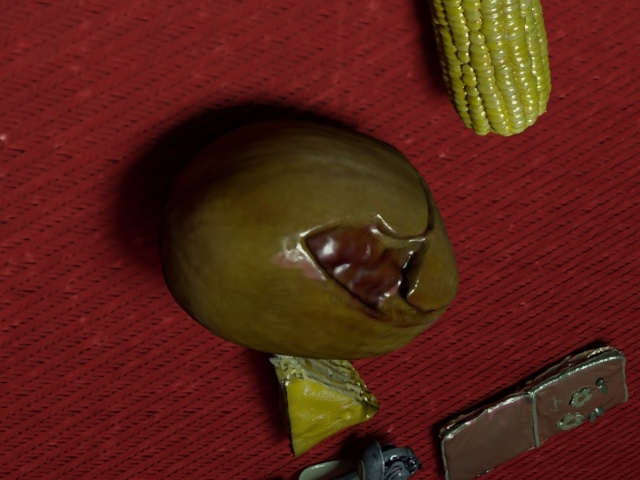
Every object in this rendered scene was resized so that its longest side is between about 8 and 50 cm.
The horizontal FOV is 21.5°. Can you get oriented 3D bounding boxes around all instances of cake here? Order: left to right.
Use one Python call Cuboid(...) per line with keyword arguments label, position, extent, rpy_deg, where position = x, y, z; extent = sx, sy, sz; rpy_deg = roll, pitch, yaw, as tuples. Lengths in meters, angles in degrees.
Cuboid(label="cake", position=(-0.028, 0.147, 1.642), extent=(0.116, 0.080, 0.185), rpy_deg=(-34, 153, 22))

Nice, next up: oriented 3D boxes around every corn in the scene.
Cuboid(label="corn", position=(0.134, -0.189, 1.362), extent=(0.093, 0.093, 0.244), rpy_deg=(-25, 136, -8))

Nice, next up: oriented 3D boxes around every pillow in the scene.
Cuboid(label="pillow", position=(0.235, 0.195, 1.869), extent=(0.232, 0.043, 0.126), rpy_deg=(-27, 141, -5))

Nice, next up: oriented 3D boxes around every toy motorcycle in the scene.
Cuboid(label="toy motorcycle", position=(0.018, 0.308, 1.810), extent=(0.157, 0.091, 0.263), rpy_deg=(-9, 138, -19))

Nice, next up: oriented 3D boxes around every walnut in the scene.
Cuboid(label="walnut", position=(0.000, 0.000, 1.405), extent=(0.298, 0.203, 0.203), rpy_deg=(13, 124, -43))
